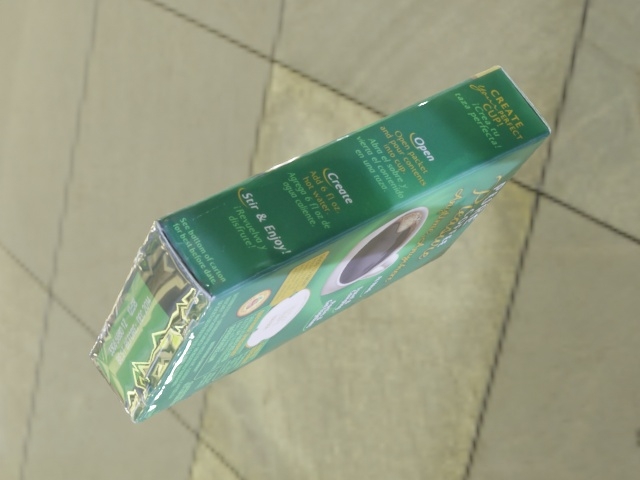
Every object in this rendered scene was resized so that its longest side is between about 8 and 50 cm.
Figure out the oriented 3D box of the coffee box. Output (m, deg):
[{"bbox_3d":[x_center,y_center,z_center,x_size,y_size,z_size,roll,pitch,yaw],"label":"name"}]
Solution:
[{"bbox_3d":[0.000,0.000,0.606,0.040,0.184,0.113,54,146,14],"label":"coffee box"}]
